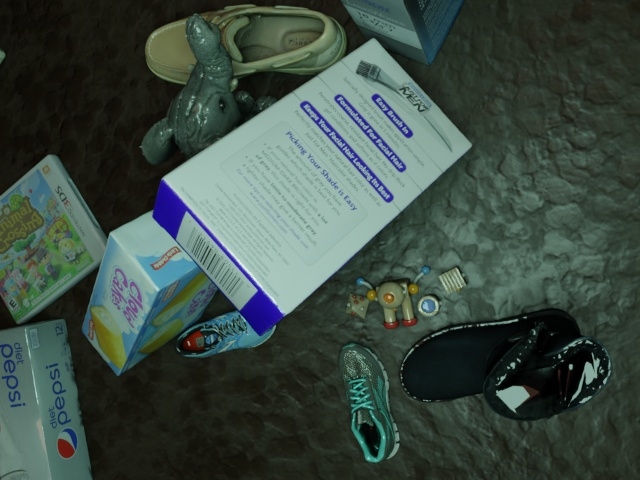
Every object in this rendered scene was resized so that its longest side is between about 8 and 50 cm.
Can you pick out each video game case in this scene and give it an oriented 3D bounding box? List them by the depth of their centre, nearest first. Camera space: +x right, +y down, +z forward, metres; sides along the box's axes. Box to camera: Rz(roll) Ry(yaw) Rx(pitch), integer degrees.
[{"bbox_3d":[-0.459,0.000,0.983,0.212,0.023,0.193,-35,82,14],"label":"video game case"}]

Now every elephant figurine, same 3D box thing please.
[{"bbox_3d":[-0.145,-0.142,0.781,0.170,0.239,0.185,-19,86,15],"label":"elephant figurine"}]

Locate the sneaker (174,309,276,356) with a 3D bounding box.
[{"bbox_3d":[-0.138,0.137,0.872,0.162,0.073,0.063,-24,85,15],"label":"sneaker"}]

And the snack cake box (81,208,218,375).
[{"bbox_3d":[-0.204,0.055,0.785,0.089,0.152,0.264,48,140,9],"label":"snack cake box"}]

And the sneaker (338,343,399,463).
[{"bbox_3d":[0.063,0.221,0.817,0.065,0.076,0.166,-21,86,14],"label":"sneaker"}]

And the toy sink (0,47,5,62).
[{"bbox_3d":[-0.661,-0.335,0.966,0.234,0.153,0.131,44,102,9],"label":"toy sink"}]

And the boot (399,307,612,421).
[{"bbox_3d":[0.196,0.150,0.711,0.247,0.207,0.094,-20,86,16],"label":"boot"}]

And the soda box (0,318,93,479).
[{"bbox_3d":[-0.444,0.273,0.951,0.098,0.091,0.286,-11,88,16],"label":"soda box"}]

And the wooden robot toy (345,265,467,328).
[{"bbox_3d":[0.106,0.079,0.801,0.174,0.079,0.076,-11,88,16],"label":"wooden robot toy"}]

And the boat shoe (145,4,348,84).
[{"bbox_3d":[-0.118,-0.277,0.843,0.303,0.098,0.109,3,92,15],"label":"boat shoe"}]

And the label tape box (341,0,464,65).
[{"bbox_3d":[0.114,-0.356,0.655,0.106,0.334,0.240,28,98,13],"label":"label tape box"}]

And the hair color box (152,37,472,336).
[{"bbox_3d":[0.000,-0.072,0.704,0.339,0.110,0.185,-40,88,-28],"label":"hair color box"}]
